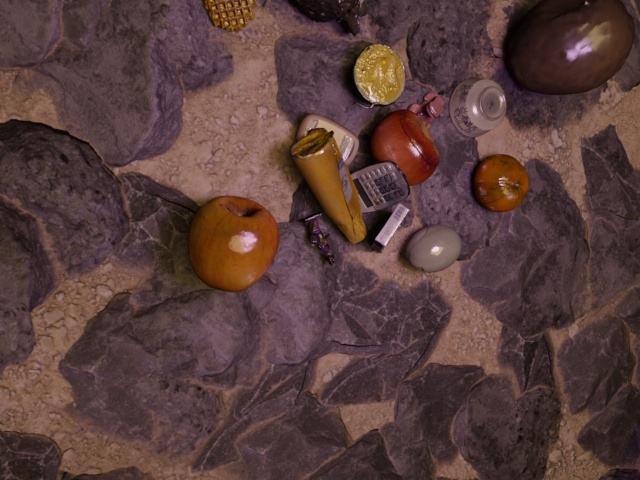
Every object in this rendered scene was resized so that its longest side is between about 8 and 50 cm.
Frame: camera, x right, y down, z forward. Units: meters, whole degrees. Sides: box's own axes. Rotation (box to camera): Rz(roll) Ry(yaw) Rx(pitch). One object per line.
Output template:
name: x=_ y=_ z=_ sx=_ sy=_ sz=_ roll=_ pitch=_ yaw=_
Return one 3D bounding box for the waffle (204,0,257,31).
waffle: x=-0.298 y=-0.787 z=1.616 sx=0.191 sy=0.038 sz=0.191 roll=-2 pitch=96 yaw=-20

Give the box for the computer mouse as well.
computer mouse: x=0.025 y=-0.358 z=1.763 sx=0.237 sy=0.082 sz=0.145 roll=22 pitch=90 yaw=-22

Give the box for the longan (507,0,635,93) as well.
longan: x=0.967 y=-0.764 z=1.893 sx=0.436 sy=0.404 sz=0.403 roll=-15 pitch=102 yaw=-16

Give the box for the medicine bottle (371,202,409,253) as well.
medicine bottle: x=0.261 y=-0.042 z=1.830 sx=0.052 sy=0.201 sz=0.171 roll=34 pitch=85 yaw=7

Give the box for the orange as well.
orange: x=0.737 y=-0.232 z=1.993 sx=0.240 sy=0.171 sz=0.240 roll=-2 pitch=96 yaw=-19

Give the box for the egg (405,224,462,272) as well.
egg: x=0.430 y=0.034 z=1.906 sx=0.217 sy=0.183 sz=0.183 roll=-17 pitch=102 yaw=-26

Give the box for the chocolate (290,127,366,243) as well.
chocolate: x=0.060 y=-0.176 z=1.735 sx=0.162 sy=0.162 sz=0.445 roll=-39 pitch=126 yaw=-12

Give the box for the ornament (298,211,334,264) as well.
ornament: x=-0.004 y=-0.003 z=1.800 sx=0.088 sy=0.081 sz=0.203 roll=-26 pitch=107 yaw=-14

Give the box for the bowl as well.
bowl: x=0.645 y=-0.537 z=1.948 sx=0.238 sy=0.126 sz=0.237 roll=-2 pitch=96 yaw=-21

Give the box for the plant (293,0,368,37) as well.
plant: x=0.052 y=-0.842 z=1.647 sx=0.312 sy=0.213 sz=0.215 roll=21 pitch=87 yaw=-31

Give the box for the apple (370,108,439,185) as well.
apple: x=0.307 y=-0.335 z=1.789 sx=0.206 sy=0.251 sz=0.272 roll=-30 pitch=112 yaw=30

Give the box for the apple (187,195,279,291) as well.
apple: x=-0.284 y=0.012 z=1.591 sx=0.299 sy=0.299 sz=0.275 roll=1 pitch=120 yaw=-20

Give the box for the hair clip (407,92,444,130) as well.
hair clip: x=0.417 y=-0.507 z=1.918 sx=0.123 sy=0.102 sz=0.138 roll=49 pitch=47 yaw=-20

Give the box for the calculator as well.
calculator: x=0.201 y=-0.193 z=1.775 sx=0.177 sy=0.268 sz=0.040 roll=57 pitch=45 yaw=-18

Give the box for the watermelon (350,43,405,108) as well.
watermelon: x=0.197 y=-0.581 z=1.774 sx=0.204 sy=0.127 sz=0.232 roll=6 pitch=93 yaw=-21
